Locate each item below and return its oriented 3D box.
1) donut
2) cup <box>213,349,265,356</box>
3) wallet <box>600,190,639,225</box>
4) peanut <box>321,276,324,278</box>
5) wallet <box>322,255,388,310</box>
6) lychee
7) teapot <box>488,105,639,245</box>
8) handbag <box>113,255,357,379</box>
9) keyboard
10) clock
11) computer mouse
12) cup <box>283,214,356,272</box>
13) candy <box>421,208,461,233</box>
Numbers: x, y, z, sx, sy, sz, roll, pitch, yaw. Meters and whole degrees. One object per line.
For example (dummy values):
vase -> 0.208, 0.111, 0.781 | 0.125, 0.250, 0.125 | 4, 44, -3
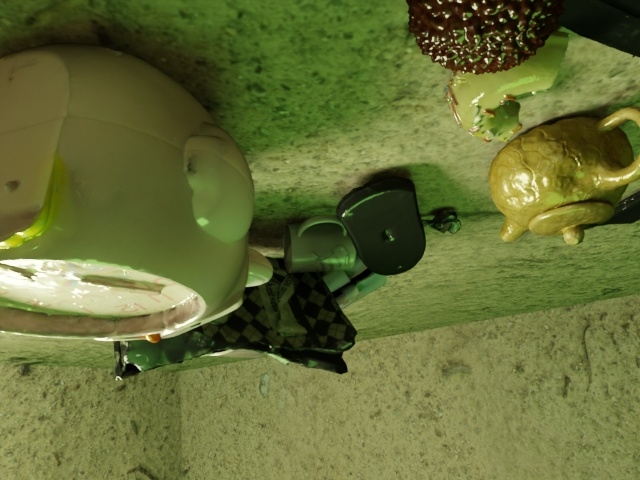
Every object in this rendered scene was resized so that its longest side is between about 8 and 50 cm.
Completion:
donut -> 0.204, -0.171, 0.611 | 0.108, 0.065, 0.166 | -3, 161, -8
cup -> -0.189, 0.157, 1.314 | 0.208, 0.288, 0.273 | 26, 171, 18
wallet -> 0.697, -0.085, 1.100 | 0.124, 0.025, 0.244 | -1, 160, -15
peanut -> -0.017, 0.165, 1.486 | 0.117, 0.101, 0.263 | -22, 166, -19
wallet -> 0.049, 0.128, 1.307 | 0.250, 0.075, 0.176 | -30, 156, -5
lychee -> 0.136, -0.196, 0.432 | 0.123, 0.123, 0.129 | -4, -163, -8
teapot -> 0.373, -0.077, 0.791 | 0.203, 0.167, 0.311 | 1, 160, -21
handbag -> -0.159, 0.129, 0.975 | 0.415, 0.180, 0.317 | 9, -162, -27
keyboard -> 0.333, -0.232, 0.551 | 0.250, 0.017, 0.087 | 3, 158, -29
clock -> -0.237, -0.027, 0.604 | 0.368, 0.251, 0.377 | -10, 155, 13
computer mouse -> 0.113, -0.034, 0.952 | 0.137, 0.086, 0.270 | -22, 144, 6
cup -> 0.000, 0.011, 1.021 | 0.133, 0.099, 0.136 | -1, 173, -14
candy -> 0.175, -0.021, 1.075 | 0.226, 0.051, 0.094 | -6, 165, -1
